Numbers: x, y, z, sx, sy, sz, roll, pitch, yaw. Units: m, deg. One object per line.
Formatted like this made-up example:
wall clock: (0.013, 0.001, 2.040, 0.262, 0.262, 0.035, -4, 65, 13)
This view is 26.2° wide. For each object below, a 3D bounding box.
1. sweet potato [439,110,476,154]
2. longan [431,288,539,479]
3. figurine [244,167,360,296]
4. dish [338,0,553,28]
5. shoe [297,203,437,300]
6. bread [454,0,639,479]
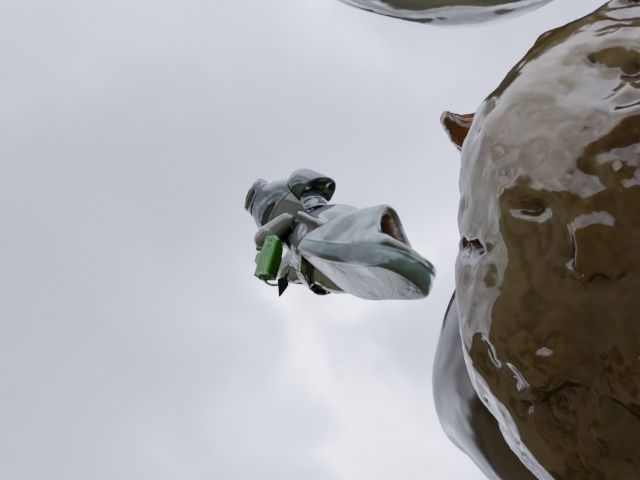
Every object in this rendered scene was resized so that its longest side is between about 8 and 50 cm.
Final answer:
sweet potato: (0.098, -0.044, 0.675, 0.095, 0.034, 0.034, 14, -45, -32)
longan: (0.201, 0.080, 0.931, 0.258, 0.258, 0.258, 3, -47, 3)
figurine: (0.000, 0.000, 1.466, 0.147, 0.192, 0.126, 18, -77, -56)
dish: (0.043, -0.282, 0.818, 0.324, 0.124, 0.324, 11, -70, 33)
shoe: (0.054, 0.007, 1.284, 0.079, 0.078, 0.195, 42, -14, -23)
bread: (0.155, 0.011, 0.515, 0.230, 0.230, 0.123, 41, -35, -28)
